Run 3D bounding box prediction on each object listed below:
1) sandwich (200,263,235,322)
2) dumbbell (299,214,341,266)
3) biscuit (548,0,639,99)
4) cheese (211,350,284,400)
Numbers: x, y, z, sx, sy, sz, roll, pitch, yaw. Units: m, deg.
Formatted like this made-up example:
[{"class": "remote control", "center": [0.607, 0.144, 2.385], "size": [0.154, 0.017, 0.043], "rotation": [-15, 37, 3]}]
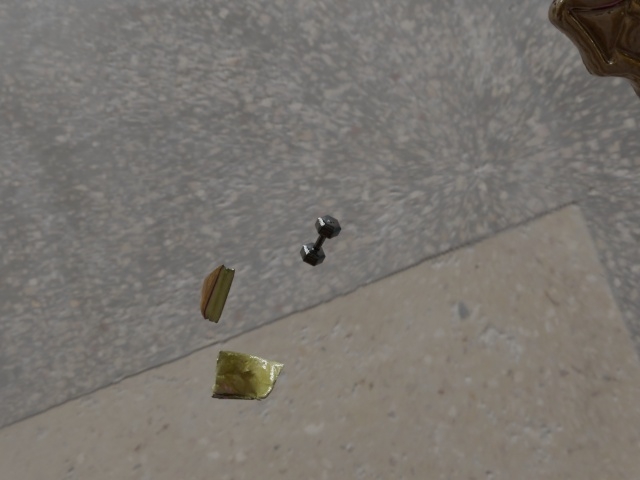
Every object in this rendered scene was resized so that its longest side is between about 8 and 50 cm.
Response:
[{"class": "sandwich", "center": [-0.148, 0.070, 1.443], "size": [0.031, 0.044, 0.083], "rotation": [18, 97, -31]}, {"class": "dumbbell", "center": [0.000, 0.000, 1.577], "size": [0.036, 0.040, 0.083], "rotation": [44, 127, 20]}, {"class": "biscuit", "center": [0.273, -0.211, 0.846], "size": [0.215, 0.034, 0.182], "rotation": [21, 87, -14]}, {"class": "cheese", "center": [-0.085, 0.168, 1.253], "size": [0.084, 0.041, 0.060], "rotation": [7, 83, 12]}]
